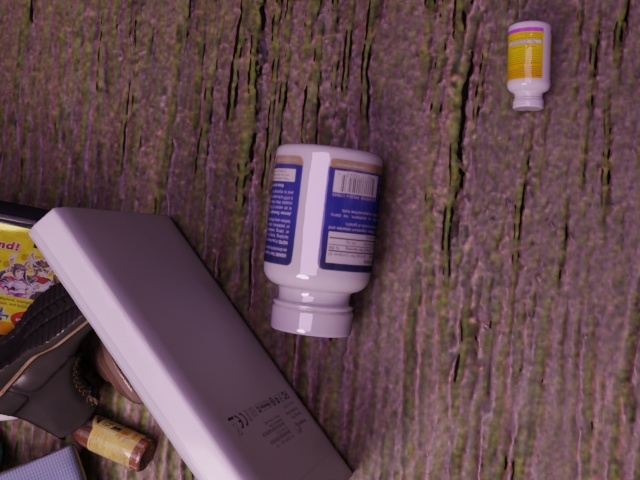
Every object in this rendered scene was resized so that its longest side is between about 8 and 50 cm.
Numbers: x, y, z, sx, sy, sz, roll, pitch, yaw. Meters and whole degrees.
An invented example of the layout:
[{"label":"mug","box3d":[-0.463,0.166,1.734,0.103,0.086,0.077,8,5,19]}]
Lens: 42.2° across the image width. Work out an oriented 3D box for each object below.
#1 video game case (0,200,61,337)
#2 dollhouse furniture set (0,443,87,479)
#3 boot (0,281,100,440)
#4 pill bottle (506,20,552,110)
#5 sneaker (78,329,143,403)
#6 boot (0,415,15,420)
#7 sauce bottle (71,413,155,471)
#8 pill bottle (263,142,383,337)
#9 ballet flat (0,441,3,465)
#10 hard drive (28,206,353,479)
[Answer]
[{"label":"video game case","box3d":[-0.404,0.062,0.877,0.274,0.035,0.248,11,117,-14]},{"label":"dollhouse furniture set","box3d":[-0.353,0.301,0.844,0.303,0.198,0.286,-17,88,-16]},{"label":"boot","box3d":[-0.262,0.128,0.884,0.198,0.137,0.077,-35,40,16]},{"label":"pill bottle","box3d":[0.207,-0.173,0.825,0.043,0.043,0.083,2,89,16]},{"label":"sneaker","box3d":[-0.251,0.113,0.954,0.071,0.066,0.188,-41,75,31]},{"label":"boot","box3d":[-0.421,0.180,0.995,0.190,0.086,0.069,3,82,-12]},{"label":"sauce bottle","box3d":[-0.253,0.224,0.953,0.128,0.042,0.042,20,95,14]},{"label":"pill bottle","box3d":[0.000,0.000,0.848,0.112,0.112,0.187,7,91,16]},{"label":"ballet flat","box3d":[-0.496,0.256,1.002,0.247,0.087,0.083,4,123,8]},{"label":"hard drive","box3d":[-0.113,0.121,0.815,0.047,0.233,0.353,-39,80,12]}]
